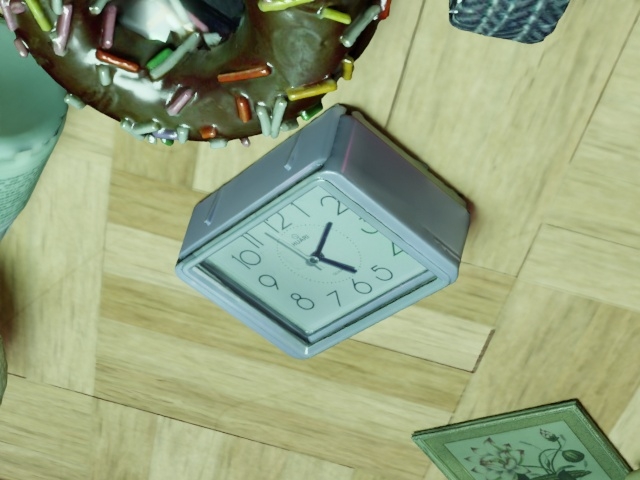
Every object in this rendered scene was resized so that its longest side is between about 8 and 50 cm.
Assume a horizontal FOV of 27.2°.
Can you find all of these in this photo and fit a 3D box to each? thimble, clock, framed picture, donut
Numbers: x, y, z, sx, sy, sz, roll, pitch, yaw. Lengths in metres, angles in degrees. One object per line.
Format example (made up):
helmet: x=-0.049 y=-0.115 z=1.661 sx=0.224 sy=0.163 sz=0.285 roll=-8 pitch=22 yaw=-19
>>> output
thimble: x=0.117 y=-0.164 z=0.772 sx=0.066 sy=0.095 sz=0.104 roll=16 pitch=124 yaw=-4
clock: x=-0.001 y=-0.001 z=1.005 sx=0.144 sy=0.073 sz=0.193 roll=36 pitch=135 yaw=-23
framed picture: x=0.213 y=0.232 z=1.243 sx=0.173 sy=0.010 sz=0.231 roll=-19 pitch=129 yaw=32
donut: x=-0.088 y=-0.167 z=0.828 sx=0.270 sy=0.103 sz=0.269 roll=10 pitch=140 yaw=9

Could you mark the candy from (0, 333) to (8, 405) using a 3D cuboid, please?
candy: x=-0.394 y=0.077 z=1.130 sx=0.295 sy=0.185 sz=0.295 roll=16 pitch=156 yaw=7

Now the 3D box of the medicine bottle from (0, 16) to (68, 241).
medicine bottle: x=-0.269 y=-0.067 z=0.970 sx=0.135 sy=0.135 sz=0.168 roll=26 pitch=140 yaw=-12

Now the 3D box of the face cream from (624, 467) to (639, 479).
face cream: x=0.377 y=0.193 z=1.126 sx=0.224 sy=0.070 sz=0.114 roll=-27 pitch=125 yaw=23
